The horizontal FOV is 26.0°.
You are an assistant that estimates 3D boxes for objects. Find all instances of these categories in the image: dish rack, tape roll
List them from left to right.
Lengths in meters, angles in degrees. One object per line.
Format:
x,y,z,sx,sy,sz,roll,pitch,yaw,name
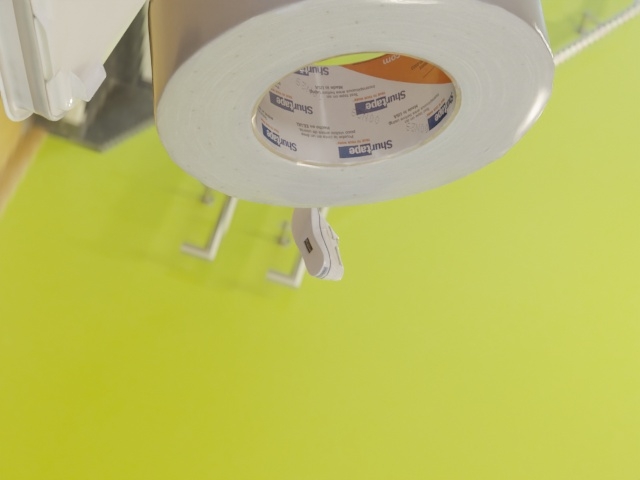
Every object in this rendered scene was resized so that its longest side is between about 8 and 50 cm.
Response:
-0.198,-0.285,1.307,0.285,0.072,0.333,99,17,-60,dish rack
0.016,-0.100,0.768,0.219,0.219,0.072,98,-13,-63,tape roll

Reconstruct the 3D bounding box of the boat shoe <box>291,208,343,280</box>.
0.000,0.000,1.331,0.035,0.035,0.100,-50,-141,27,boat shoe
